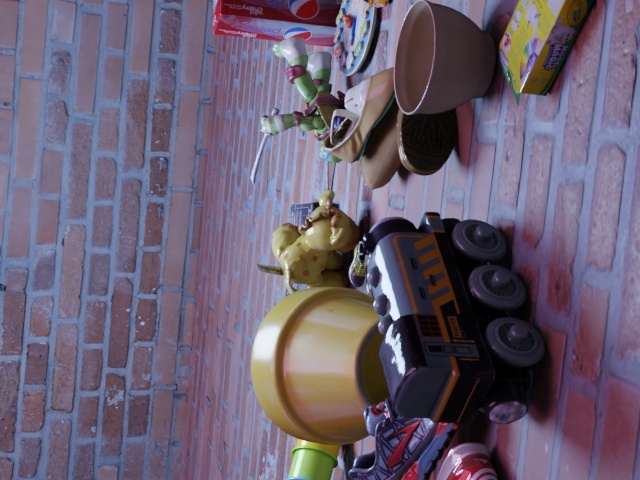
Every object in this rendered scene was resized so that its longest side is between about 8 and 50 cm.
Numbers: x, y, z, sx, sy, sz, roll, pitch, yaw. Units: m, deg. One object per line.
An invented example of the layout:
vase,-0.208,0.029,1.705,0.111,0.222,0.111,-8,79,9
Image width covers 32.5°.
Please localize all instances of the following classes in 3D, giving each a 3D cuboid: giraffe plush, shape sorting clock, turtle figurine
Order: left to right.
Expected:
turtle figurine,-0.044,-0.246,2.193,0.274,0.198,0.266,128,137,-59
giraffe plush,0.000,0.000,2.082,0.170,0.210,0.181,-49,66,27
shape sorting clock,0.066,-0.423,2.143,0.206,0.040,0.206,-177,90,-74

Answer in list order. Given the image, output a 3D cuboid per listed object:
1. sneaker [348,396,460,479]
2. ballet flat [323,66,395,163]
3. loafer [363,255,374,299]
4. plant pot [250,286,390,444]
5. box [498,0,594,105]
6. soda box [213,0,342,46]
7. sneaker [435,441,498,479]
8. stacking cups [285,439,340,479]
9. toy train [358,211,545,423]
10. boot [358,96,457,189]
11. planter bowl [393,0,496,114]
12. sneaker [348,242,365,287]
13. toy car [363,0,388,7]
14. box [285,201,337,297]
sneaker,0.122,0.254,1.527,0.261,0.125,0.104,-64,-5,13
ballet flat,0.061,-0.203,1.776,0.232,0.073,0.080,119,166,-53
loafer,0.103,0.047,1.884,0.050,0.056,0.148,117,163,-55
plant pot,0.056,0.195,1.709,0.239,0.254,0.253,-8,78,57
box,0.276,-0.263,1.367,0.179,0.043,0.105,113,155,-43
soda box,-0.088,-0.472,2.287,0.083,0.263,0.092,128,143,-65
sneaker,0.182,0.388,1.463,0.128,0.087,0.221,-108,26,-56
stacking cups,-0.028,0.476,1.993,0.096,0.096,0.316,117,171,-54
toy train,0.160,0.092,1.416,0.333,0.190,0.142,-102,23,-44
boot,0.132,-0.153,1.779,0.269,0.089,0.236,125,158,-59
planter bowl,0.183,-0.255,1.567,0.162,0.109,0.162,-176,90,-75
sneaker,0.073,0.046,2.022,0.035,0.031,0.083,-160,74,-73
toy car,0.109,-0.472,2.026,0.040,0.060,0.122,49,-150,-42
box,-0.021,0.036,2.311,0.183,0.056,0.230,179,94,-75
